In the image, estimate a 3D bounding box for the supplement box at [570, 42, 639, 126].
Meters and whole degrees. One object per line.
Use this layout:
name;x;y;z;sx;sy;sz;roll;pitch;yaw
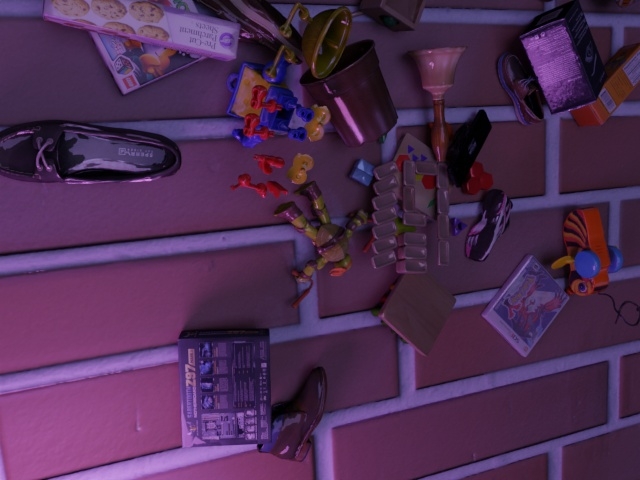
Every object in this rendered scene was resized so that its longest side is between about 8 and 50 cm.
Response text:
supplement box;0.730;-0.390;1.531;0.233;0.078;0.080;-44;108;-11

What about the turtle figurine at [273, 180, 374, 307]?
turtle figurine;0.000;0.000;1.284;0.269;0.087;0.217;-42;111;-11

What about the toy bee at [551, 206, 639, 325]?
toy bee;0.670;0.075;1.553;0.195;0.162;0.298;12;68;-15

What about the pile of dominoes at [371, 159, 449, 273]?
pile of dominoes;0.193;-0.053;1.352;0.195;0.040;0.251;3;83;-23

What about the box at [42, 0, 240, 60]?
box;-0.304;-0.378;1.058;0.323;0.063;0.067;7;97;-23

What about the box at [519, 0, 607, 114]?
box;0.564;-0.421;1.410;0.153;0.108;0.207;-48;115;-43

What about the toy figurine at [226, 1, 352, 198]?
toy figurine;-0.111;-0.285;1.124;0.191;0.217;0.363;-7;126;-47

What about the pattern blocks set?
pattern blocks set;0.228;-0.138;1.385;0.325;0.026;0.285;39;78;-21

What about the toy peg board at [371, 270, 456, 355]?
toy peg board;0.206;0.153;1.408;0.161;0.079;0.161;43;66;-22

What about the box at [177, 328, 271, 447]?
box;-0.192;0.298;1.241;0.183;0.059;0.233;-2;98;-5

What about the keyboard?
keyboard;0.329;-0.222;1.399;0.192;0.038;0.100;-59;136;-22

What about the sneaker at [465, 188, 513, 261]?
sneaker;0.416;-0.028;1.463;0.077;0.072;0.178;18;99;-40

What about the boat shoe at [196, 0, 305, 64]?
boat shoe;-0.138;-0.420;1.179;0.257;0.095;0.095;38;117;-25

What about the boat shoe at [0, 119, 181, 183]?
boat shoe;-0.415;-0.157;1.087;0.335;0.095;0.112;-1;98;-22

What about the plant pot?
plant pot;0.070;-0.290;1.237;0.167;0.167;0.165;-38;117;-13

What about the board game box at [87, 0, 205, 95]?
board game box;-0.342;-0.441;1.098;0.193;0.053;0.305;-30;108;-16

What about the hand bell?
hand bell;0.257;-0.294;1.337;0.126;0.126;0.242;-11;107;-21

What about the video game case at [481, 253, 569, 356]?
video game case;0.526;0.167;1.558;0.183;0.023;0.201;43;81;-22

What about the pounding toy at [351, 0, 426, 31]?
pounding toy;0.137;-0.501;1.273;0.130;0.100;0.141;17;94;-38

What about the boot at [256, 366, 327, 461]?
boot;-0.060;0.372;1.318;0.106;0.082;0.219;15;94;-26

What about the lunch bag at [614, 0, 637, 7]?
lunch bag;0.711;-0.727;1.436;0.303;0.115;0.243;46;62;-23

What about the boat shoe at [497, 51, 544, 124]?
boat shoe;0.482;-0.360;1.439;0.066;0.066;0.183;-37;110;-14
